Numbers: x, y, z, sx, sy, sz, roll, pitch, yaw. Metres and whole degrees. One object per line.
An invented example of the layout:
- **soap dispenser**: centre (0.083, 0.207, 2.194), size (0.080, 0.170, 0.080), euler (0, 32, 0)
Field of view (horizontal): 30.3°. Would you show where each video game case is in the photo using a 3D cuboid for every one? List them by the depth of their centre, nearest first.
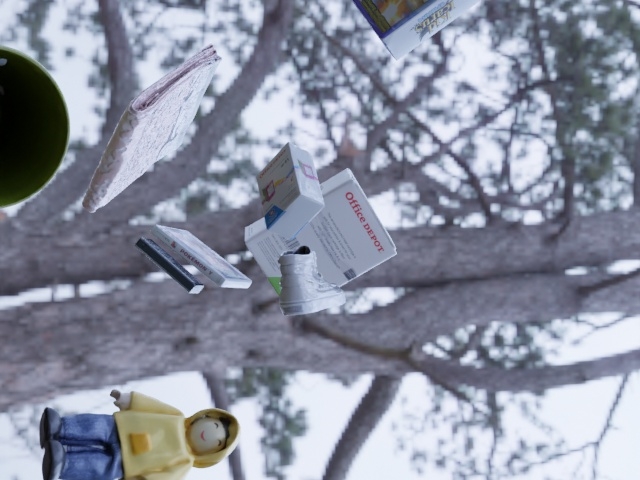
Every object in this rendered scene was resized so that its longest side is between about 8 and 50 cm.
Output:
- **video game case**: centre (0.138, -0.418, 1.669), size (0.061, 0.244, 0.269), euler (47, 11, -53)
- **video game case**: centre (-0.237, 0.034, 2.388), size (0.023, 0.183, 0.201), euler (-54, 169, 5)

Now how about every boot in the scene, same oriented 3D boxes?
- **boot**: centre (-0.016, 0.070, 2.270), size (0.258, 0.095, 0.123), euler (-9, 93, -76)

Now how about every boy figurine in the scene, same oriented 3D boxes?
- **boy figurine**: centre (-0.243, 0.290, 1.646), size (0.092, 0.285, 0.177), euler (121, -35, -50)

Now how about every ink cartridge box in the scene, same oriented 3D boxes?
- **ink cartridge box**: centre (-0.048, -0.077, 1.819), size (0.088, 0.052, 0.122), euler (-45, -143, 29)
- **ink cartridge box**: centre (0.000, 0.000, 2.572), size (0.198, 0.273, 0.115), euler (59, 6, -16)

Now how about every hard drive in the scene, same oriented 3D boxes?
- **hard drive**: centre (-0.278, 0.047, 2.186), size (0.022, 0.135, 0.094), euler (-50, 175, 0)

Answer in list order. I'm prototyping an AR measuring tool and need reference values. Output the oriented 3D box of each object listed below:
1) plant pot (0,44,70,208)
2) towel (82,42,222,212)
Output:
- **plant pot**: centre (-0.605, -0.214, 2.067), size (0.293, 0.275, 0.274), euler (-153, -115, -63)
- **towel**: centre (-0.355, -0.234, 2.503), size (0.053, 0.317, 0.332), euler (40, -44, 5)
